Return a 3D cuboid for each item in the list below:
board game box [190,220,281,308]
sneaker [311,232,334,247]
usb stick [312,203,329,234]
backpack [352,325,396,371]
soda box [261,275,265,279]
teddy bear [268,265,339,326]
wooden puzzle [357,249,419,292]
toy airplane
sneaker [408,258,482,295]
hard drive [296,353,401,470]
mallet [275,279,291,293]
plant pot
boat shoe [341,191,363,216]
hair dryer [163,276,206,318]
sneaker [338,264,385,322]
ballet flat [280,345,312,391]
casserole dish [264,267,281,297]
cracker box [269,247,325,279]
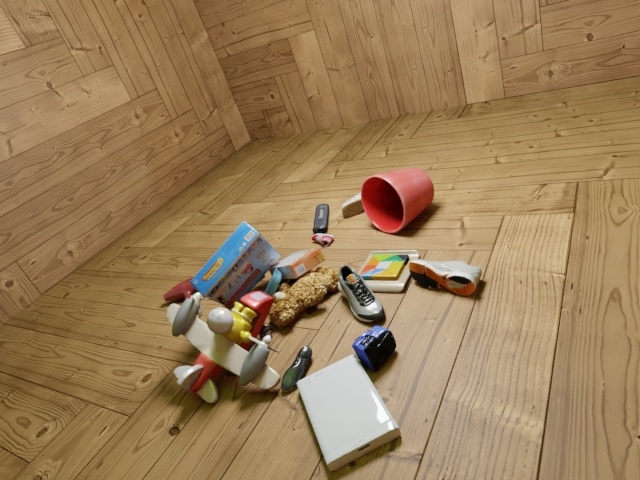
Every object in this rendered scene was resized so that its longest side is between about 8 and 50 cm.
[{"bbox_3d":[-0.324,0.109,1.811,0.086,0.302,0.308,38,83,19],"label":"board game box"},{"bbox_3d":[0.000,0.000,2.143,0.118,0.042,0.067,-1,30,29],"label":"sneaker"},{"bbox_3d":[0.004,-0.115,2.340,0.077,0.045,0.278,-15,28,12],"label":"usb stick"},{"bbox_3d":[0.165,0.320,1.408,0.120,0.098,0.101,-35,27,-24],"label":"backpack"},{"bbox_3d":[-0.329,0.181,2.025,0.053,0.060,0.169,13,43,45],"label":"soda box"},{"bbox_3d":[-0.066,0.193,1.775,0.338,0.113,0.245,-27,26,-12],"label":"teddy bear"},{"bbox_3d":[0.250,0.110,1.778,0.221,0.044,0.238,-2,33,31],"label":"wooden puzzle"},{"bbox_3d":[-0.337,0.335,1.527,0.386,0.272,0.384,-8,48,-4],"label":"toy airplane"},{"bbox_3d":[0.440,0.113,1.611,0.262,0.099,0.121,17,38,39],"label":"sneaker"},{"bbox_3d":[0.066,0.465,1.279,0.203,0.040,0.307,-25,29,-7],"label":"hard drive"},{"bbox_3d":[-0.135,0.175,1.937,0.190,0.039,0.062,-32,28,-28],"label":"mallet"},{"bbox_3d":[0.359,-0.201,2.051,0.243,0.275,0.275,-27,27,-30],"label":"plant pot"},{"bbox_3d":[0.231,-0.212,2.303,0.277,0.098,0.096,-20,29,3],"label":"boat shoe"},{"bbox_3d":[-0.601,0.250,2.065,0.293,0.080,0.223,0,35,34],"label":"hair dryer"},{"bbox_3d":[0.134,0.189,1.632,0.100,0.108,0.271,-27,42,-13],"label":"sneaker"},{"bbox_3d":[-0.072,0.416,1.470,0.057,0.049,0.173,23,50,16],"label":"ballet flat"},{"bbox_3d":[-0.199,0.199,1.828,0.037,0.188,0.114,25,11,-6],"label":"casserole dish"},{"bbox_3d":[-0.104,0.101,1.923,0.156,0.067,0.232,-31,10,-28],"label":"cracker box"}]
